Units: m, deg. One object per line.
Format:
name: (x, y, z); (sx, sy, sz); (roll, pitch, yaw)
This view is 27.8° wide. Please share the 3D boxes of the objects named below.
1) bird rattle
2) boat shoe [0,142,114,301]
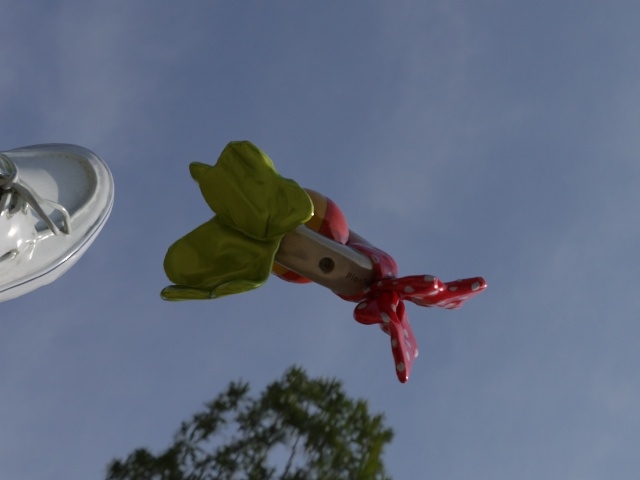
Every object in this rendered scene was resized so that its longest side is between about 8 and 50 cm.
bird rattle: (0.000, 0.000, 1.057); (0.253, 0.207, 0.143); (16, -76, -18)
boat shoe: (-0.304, -0.028, 1.124); (0.136, 0.367, 0.156); (53, -46, 10)
